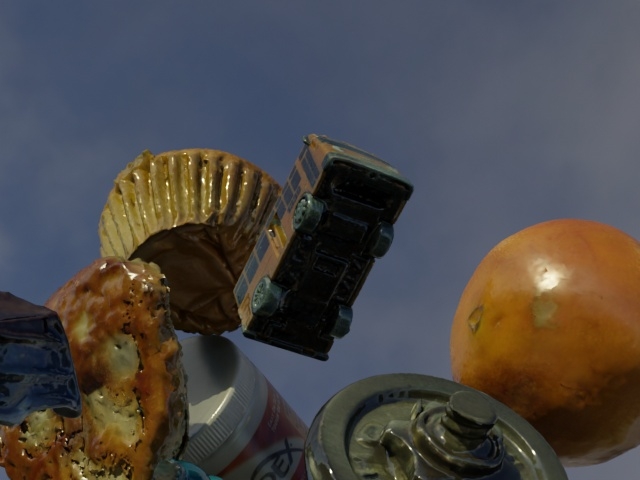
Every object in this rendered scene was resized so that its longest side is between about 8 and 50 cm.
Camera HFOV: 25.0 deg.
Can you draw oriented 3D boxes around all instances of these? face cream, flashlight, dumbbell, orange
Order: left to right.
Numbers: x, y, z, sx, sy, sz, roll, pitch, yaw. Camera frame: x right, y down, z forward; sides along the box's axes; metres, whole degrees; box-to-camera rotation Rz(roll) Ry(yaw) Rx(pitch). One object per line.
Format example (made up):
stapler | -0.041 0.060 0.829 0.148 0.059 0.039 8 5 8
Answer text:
flashlight | -0.118 0.226 1.310 0.051 0.051 0.129 11 -21 24
face cream | -0.126 0.242 1.686 0.201 0.201 0.187 -10 -50 37
dumbbell | 0.037 0.260 0.967 0.179 0.179 0.406 26 -57 10
orange | 0.256 0.106 1.491 0.261 0.261 0.261 17 -46 19

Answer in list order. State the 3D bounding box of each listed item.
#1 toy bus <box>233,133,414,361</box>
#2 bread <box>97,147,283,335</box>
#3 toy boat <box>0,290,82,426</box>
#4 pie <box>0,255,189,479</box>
toy bus | 0.000 0.000 1.248 0.091 0.103 0.182 19 -69 -20
bread | -0.134 0.008 1.635 0.240 0.139 0.240 -6 -49 -7
toy boat | -0.329 0.102 1.100 0.309 0.129 0.142 10 -73 -24
pie | -0.229 0.166 1.473 0.308 0.085 0.308 -5 -98 40
